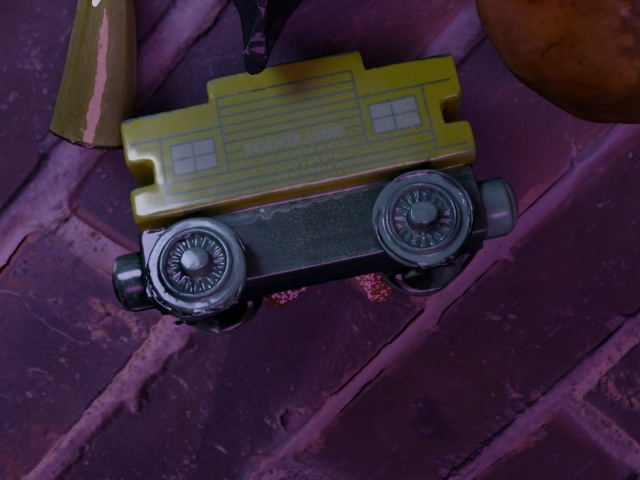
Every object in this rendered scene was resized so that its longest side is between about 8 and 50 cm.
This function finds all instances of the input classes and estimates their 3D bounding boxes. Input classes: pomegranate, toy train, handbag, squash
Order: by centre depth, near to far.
[{"bbox_3d":[-0.044,-0.314,0.901,0.088,0.175,0.271,8,117,-7],"label":"handbag"},{"bbox_3d":[0.315,-0.268,0.905,0.321,0.322,0.322,-2,118,-5],"label":"pomegranate"},{"bbox_3d":[-0.019,-0.057,0.990,0.441,0.273,0.179,-12,163,0],"label":"toy train"},{"bbox_3d":[-0.244,-0.217,0.993,0.094,0.094,0.224,6,110,-9],"label":"squash"}]

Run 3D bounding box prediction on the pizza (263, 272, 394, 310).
[{"bbox_3d":[0.000,0.000,1.122,0.305,0.085,0.162,-6,102,-9],"label":"pizza"}]
